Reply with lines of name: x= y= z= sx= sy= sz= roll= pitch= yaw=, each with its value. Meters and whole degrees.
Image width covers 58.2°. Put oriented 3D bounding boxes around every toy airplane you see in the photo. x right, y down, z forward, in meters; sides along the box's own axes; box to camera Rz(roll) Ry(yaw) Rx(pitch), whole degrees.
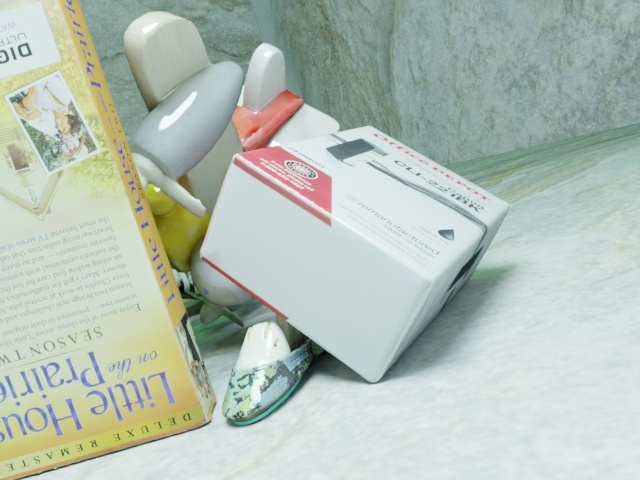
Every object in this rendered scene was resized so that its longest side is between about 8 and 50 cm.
toy airplane: x=-0.130 y=-0.047 z=0.686 sx=0.386 sy=0.272 sz=0.384 roll=1 pitch=-46 yaw=-53

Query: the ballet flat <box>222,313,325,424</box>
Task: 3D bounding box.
ballet flat: x=-0.037 y=0.095 z=0.528 sx=0.070 sy=0.070 sz=0.188 roll=-13 pitch=8 yaw=25

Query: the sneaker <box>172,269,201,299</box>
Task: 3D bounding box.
sneaker: x=-0.223 y=0.041 z=0.920 sx=0.121 sy=0.108 sz=0.302 roll=3 pitch=-6 yaw=24

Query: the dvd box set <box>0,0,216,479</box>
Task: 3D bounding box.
dvd box set: x=-0.294 y=-0.008 z=0.462 sx=0.308 sy=0.419 sz=0.062 roll=-17 pitch=11 yaw=2

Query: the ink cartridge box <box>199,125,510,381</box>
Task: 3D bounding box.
ink cartridge box: x=0.051 y=-0.012 z=0.576 sx=0.197 sy=0.114 sz=0.273 roll=33 pitch=28 yaw=18
